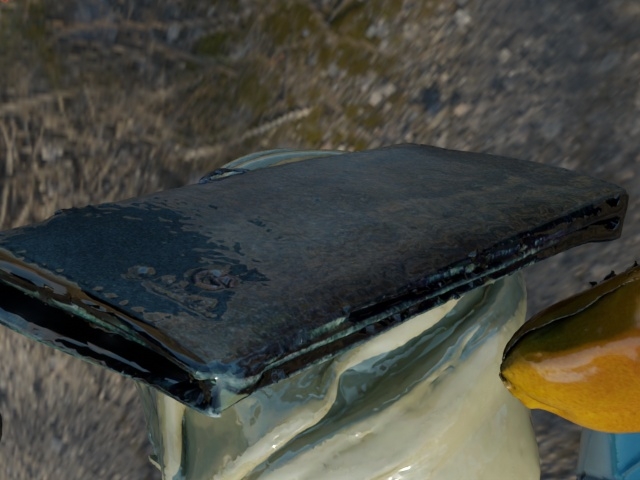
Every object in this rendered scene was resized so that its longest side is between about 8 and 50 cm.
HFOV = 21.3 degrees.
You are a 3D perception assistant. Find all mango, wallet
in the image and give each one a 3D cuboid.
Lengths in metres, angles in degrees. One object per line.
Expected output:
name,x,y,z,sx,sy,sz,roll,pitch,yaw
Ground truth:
mango,0.185,0.058,0.957,0.105,0.159,0.084,51,42,-35
wallet,0.000,0.000,0.931,0.379,0.191,0.046,-18,118,-49

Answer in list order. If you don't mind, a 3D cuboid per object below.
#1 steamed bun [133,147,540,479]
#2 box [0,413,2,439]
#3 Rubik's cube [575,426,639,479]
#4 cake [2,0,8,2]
steamed bun,0.000,0.070,1.261,0.310,0.219,0.324,-4,55,5
box,-0.460,0.278,1.445,0.091,0.350,0.359,55,42,-38
Rubik's cube,0.256,0.173,1.263,0.254,0.254,0.254,2,79,-10
cake,-0.149,-0.266,1.087,0.177,0.283,0.151,-33,99,-43
